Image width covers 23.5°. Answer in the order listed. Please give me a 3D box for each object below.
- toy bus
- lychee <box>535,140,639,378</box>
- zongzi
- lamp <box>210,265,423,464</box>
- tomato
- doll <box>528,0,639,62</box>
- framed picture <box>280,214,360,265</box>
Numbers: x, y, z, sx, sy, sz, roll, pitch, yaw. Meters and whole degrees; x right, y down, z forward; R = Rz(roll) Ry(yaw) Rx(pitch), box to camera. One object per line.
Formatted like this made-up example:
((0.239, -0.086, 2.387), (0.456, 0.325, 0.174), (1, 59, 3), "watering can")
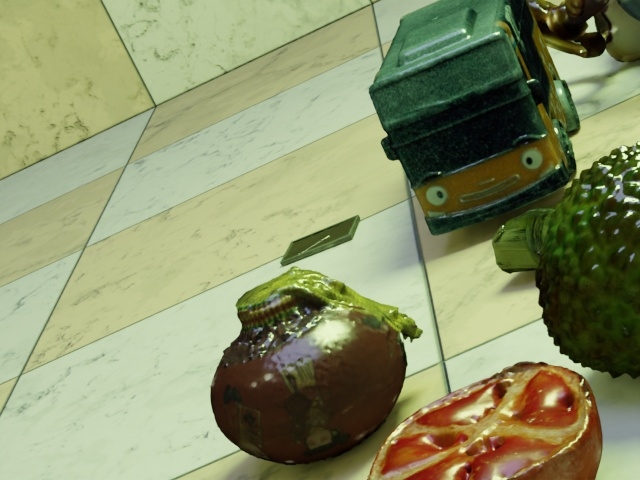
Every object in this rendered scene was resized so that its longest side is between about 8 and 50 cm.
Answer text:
((0.163, -0.148, 1.591), (0.162, 0.194, 0.323), (-21, 16, 16), "toy bus")
((0.222, 0.018, 1.046), (0.171, 0.171, 0.171), (-24, 15, 7), "lychee")
((0.219, -0.008, 1.332), (0.104, 0.052, 0.113), (0, 16, 43), "zongzi")
((-0.015, 0.095, 1.189), (0.156, 0.135, 0.157), (-17, 20, 31), "lamp")
((0.108, 0.144, 0.952), (0.156, 0.069, 0.155), (-21, 16, 6), "tomato")
((0.382, -0.273, 1.704), (0.318, 0.209, 0.340), (5, 16, -7), "doll")
((0.000, 0.000, 1.724), (0.089, 0.006, 0.066), (-22, 16, 17), "framed picture")
